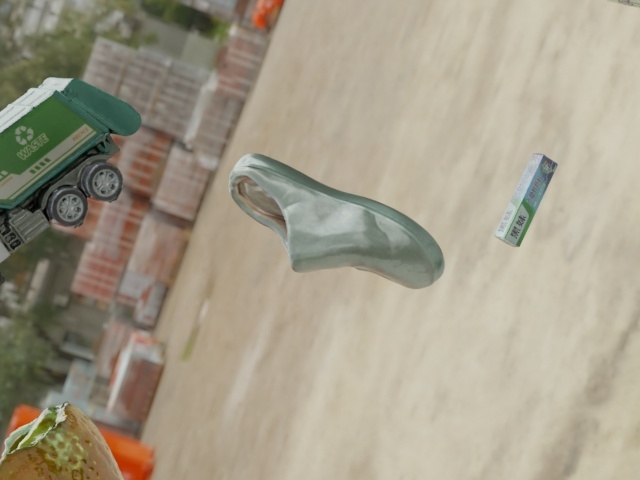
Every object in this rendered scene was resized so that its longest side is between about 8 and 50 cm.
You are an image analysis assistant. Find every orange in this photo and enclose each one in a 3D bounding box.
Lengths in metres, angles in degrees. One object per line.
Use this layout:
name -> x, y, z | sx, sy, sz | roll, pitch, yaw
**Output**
orange -> -0.284, 0.318, 1.284 | 0.262, 0.196, 0.334 | -25, 50, 60

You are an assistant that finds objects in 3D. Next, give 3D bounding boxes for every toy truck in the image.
toy truck -> -0.288, -0.056, 1.301 | 0.253, 0.124, 0.114 | -39, 23, -19

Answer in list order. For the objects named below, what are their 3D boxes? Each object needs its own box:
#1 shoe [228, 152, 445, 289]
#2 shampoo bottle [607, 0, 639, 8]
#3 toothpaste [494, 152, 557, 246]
shoe -> 0.000, 0.000, 1.076 | 0.078, 0.195, 0.079 | -51, -20, -27
shampoo bottle -> 0.257, -0.200, 1.069 | 0.049, 0.141, 0.034 | 16, -90, -73
toothpaste -> 0.181, -0.035, 1.185 | 0.017, 0.020, 0.083 | 14, 76, 60
